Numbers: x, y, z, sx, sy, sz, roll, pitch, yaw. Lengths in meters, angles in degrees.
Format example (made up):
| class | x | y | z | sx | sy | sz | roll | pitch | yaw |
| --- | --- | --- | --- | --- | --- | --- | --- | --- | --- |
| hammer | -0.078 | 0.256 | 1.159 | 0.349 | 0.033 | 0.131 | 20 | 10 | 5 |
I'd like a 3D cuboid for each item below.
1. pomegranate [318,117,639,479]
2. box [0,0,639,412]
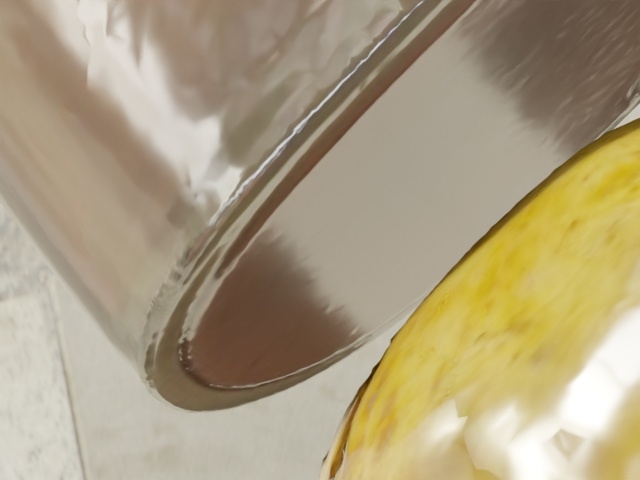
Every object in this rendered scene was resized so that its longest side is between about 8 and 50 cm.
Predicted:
| class | x | y | z | sx | sy | sz | roll | pitch | yaw |
| --- | --- | --- | --- | --- | --- | --- | --- | --- | --- |
| pomegranate | 0.130 | 0.102 | 0.441 | 0.281 | 0.281 | 0.281 | 2 | 69 | -4 |
| box | -0.001 | -0.118 | 0.556 | 0.301 | 0.301 | 0.216 | -36 | 75 | -17 |
